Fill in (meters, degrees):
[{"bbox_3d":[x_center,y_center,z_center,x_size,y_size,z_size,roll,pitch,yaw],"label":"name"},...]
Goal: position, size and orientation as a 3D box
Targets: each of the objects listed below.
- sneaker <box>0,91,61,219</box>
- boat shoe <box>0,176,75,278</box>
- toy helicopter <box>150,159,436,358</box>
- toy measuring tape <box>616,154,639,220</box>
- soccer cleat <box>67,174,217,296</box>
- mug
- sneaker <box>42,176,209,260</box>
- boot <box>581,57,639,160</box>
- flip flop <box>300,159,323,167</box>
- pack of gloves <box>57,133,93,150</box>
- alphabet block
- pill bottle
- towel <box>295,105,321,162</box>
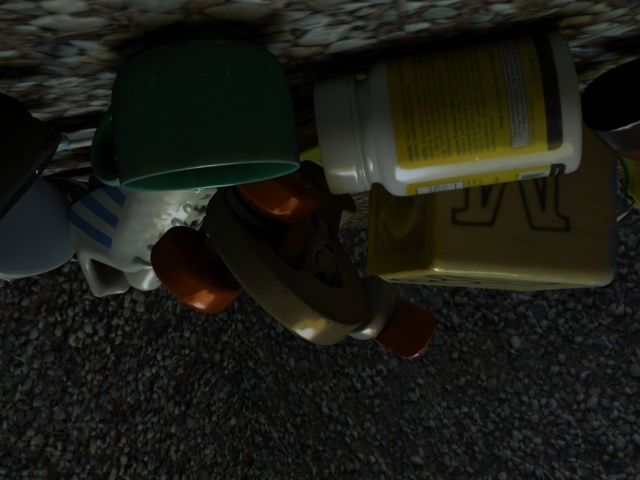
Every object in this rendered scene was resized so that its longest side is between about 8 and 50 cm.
[{"bbox_3d":[-0.300,-0.028,0.647,0.130,0.228,0.087,38,161,-9],"label":"sneaker"},{"bbox_3d":[-0.452,-0.012,1.011,0.156,0.136,0.367,-10,174,41],"label":"boat shoe"},{"bbox_3d":[0.000,0.000,0.905,0.140,0.235,0.355,-48,-173,18],"label":"toy helicopter"},{"bbox_3d":[0.344,-0.089,1.078,0.330,0.121,0.121,-39,172,8],"label":"toy measuring tape"},{"bbox_3d":[-0.161,-0.030,0.989,0.116,0.143,0.331,-4,166,-40],"label":"soccer cleat"},{"bbox_3d":[-0.097,-0.091,0.671,0.157,0.098,0.129,-6,178,-3],"label":"mug"},{"bbox_3d":[-0.250,-0.028,1.211,0.299,0.111,0.121,8,-170,24],"label":"sneaker"},{"bbox_3d":[0.419,-0.103,0.861,0.264,0.096,0.280,-23,151,38],"label":"boot"},{"bbox_3d":[-0.089,-0.077,1.168,0.112,0.080,0.277,-10,176,39],"label":"flip flop"},{"bbox_3d":[-0.312,-0.093,0.853,0.232,0.046,0.195,-6,-170,13],"label":"pack of gloves"},{"bbox_3d":[0.172,-0.049,0.971,0.197,0.194,0.192,4,172,-18],"label":"alphabet block"},{"bbox_3d":[0.104,-0.101,0.783,0.208,0.119,0.119,-8,177,7],"label":"pill bottle"},{"bbox_3d":[0.007,-0.116,1.021,0.102,0.021,0.237,-21,176,8],"label":"towel"}]
